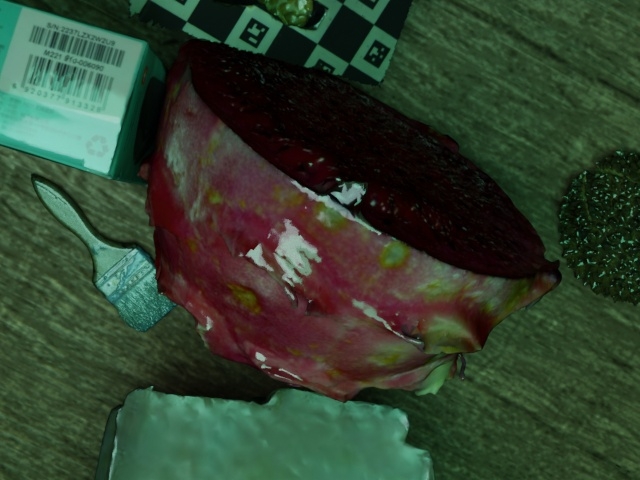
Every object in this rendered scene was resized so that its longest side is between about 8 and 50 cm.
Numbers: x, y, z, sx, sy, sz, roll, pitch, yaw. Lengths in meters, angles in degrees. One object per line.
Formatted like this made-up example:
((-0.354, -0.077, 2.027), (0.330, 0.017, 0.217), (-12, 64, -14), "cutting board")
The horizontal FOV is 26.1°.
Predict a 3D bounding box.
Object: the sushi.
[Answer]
((-0.033, -0.252, 1.212), (0.279, 0.043, 0.192), (7, 113, -36), "sushi")

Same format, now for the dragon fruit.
((0.000, 0.000, 1.223), (0.386, 0.371, 0.249), (33, 111, 2), "dragon fruit")

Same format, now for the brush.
((-0.224, 0.006, 1.395), (0.070, 0.021, 0.196), (-40, 99, 8), "brush")

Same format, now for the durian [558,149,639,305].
((0.323, 0.003, 1.371), (0.188, 0.091, 0.148), (39, 100, -12), "durian")

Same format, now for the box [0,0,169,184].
((-0.243, -0.131, 1.206), (0.205, 0.311, 0.118), (18, 90, -1), "box")

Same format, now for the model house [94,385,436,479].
((-0.072, 0.265, 1.329), (0.298, 0.284, 0.243), (12, 80, -11), "model house")
